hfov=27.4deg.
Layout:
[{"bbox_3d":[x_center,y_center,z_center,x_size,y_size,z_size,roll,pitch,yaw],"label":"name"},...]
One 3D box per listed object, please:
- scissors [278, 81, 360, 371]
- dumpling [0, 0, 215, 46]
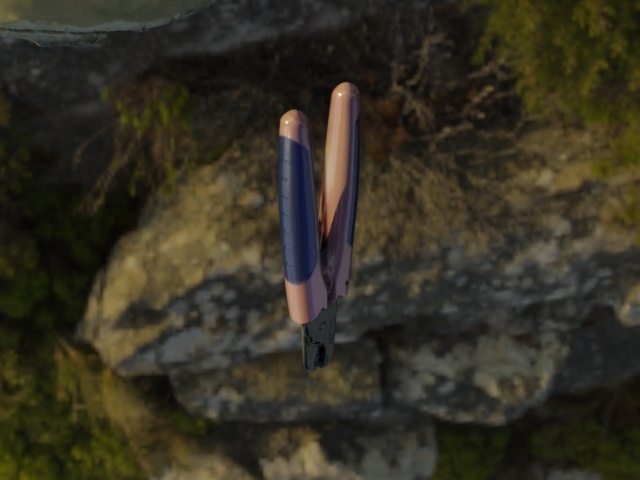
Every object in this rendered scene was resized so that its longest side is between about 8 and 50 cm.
[{"bbox_3d":[0.000,0.000,0.469,0.012,0.039,0.113,22,128,32],"label":"scissors"},{"bbox_3d":[-0.220,-0.233,0.891,0.395,0.316,0.233,3,141,-35],"label":"dumpling"}]
